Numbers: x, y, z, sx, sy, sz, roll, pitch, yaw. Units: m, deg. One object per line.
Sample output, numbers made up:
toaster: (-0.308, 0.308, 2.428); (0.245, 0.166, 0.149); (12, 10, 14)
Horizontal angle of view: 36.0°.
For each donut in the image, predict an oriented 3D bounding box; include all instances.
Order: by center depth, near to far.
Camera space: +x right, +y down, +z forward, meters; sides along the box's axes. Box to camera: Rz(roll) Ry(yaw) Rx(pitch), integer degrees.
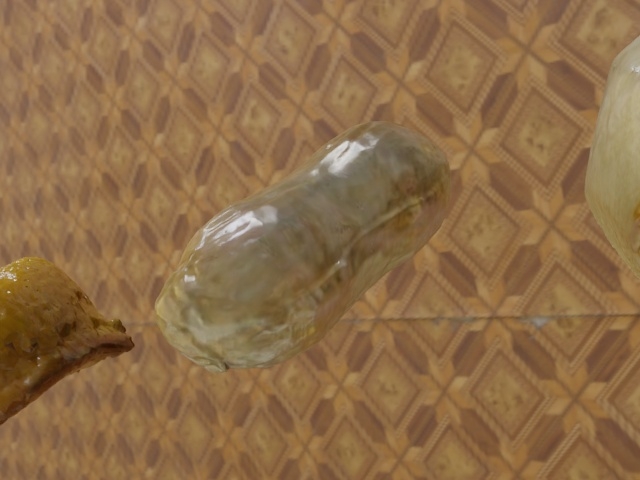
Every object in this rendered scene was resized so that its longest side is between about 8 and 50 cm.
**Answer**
donut: (-0.200, 0.073, 0.526); (0.174, 0.190, 0.075); (-25, 98, 40)

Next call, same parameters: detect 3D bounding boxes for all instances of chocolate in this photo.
chocolate: (0.000, 0.000, 0.808); (0.134, 0.309, 0.134); (30, 138, 32)

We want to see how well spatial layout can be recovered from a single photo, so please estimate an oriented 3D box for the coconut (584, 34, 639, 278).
coconut: (0.434, -0.069, 0.770); (0.415, 0.344, 0.416); (-1, 86, 15)
